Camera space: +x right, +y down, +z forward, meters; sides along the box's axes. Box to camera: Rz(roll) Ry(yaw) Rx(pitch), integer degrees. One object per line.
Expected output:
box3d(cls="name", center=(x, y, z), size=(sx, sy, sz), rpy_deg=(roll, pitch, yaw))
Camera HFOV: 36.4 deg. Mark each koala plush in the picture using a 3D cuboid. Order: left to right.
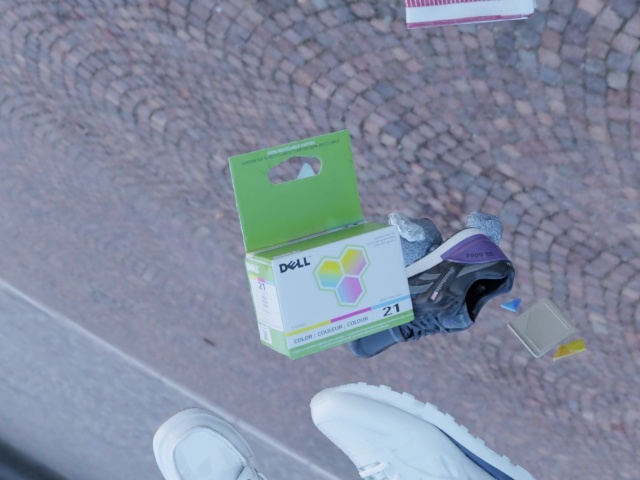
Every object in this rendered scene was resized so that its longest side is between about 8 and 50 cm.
box3d(cls="koala plush", center=(0.217, 0.028, 1.945), size=(0.221, 0.203, 0.196), rpy_deg=(25, 151, -1))

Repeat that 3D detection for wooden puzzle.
box3d(cls="wooden puzzle", center=(0.304, 0.120, 1.332), size=(0.116, 0.078, 0.014), rpy_deg=(61, 176, 37))

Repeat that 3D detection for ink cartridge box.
box3d(cls="ink cartridge box", center=(0.000, 0.000, 1.259), size=(0.097, 0.188, 0.255), rpy_deg=(14, 117, 63))

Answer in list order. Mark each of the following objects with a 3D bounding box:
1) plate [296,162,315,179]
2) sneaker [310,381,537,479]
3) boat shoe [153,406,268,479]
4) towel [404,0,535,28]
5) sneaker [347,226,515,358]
box3d(cls="plate", center=(-0.026, -0.035, 1.623), size=(0.024, 0.188, 0.188), rpy_deg=(-4, 163, -13))
box3d(cls="sneaker", center=(0.088, 0.205, 0.834), size=(0.235, 0.095, 0.090), rpy_deg=(32, 152, -12))
box3d(cls="boat shoe", center=(-0.094, 0.301, 1.114), size=(0.096, 0.098, 0.277), rpy_deg=(40, 164, 53))
box3d(cls="towel", center=(0.252, -0.540, 1.671), size=(0.236, 0.329, 0.037), rpy_deg=(-6, -165, -6))
box3d(cls="sneaker", center=(0.170, 0.100, 1.504), size=(0.107, 0.283, 0.124), rpy_deg=(51, -179, -42))
